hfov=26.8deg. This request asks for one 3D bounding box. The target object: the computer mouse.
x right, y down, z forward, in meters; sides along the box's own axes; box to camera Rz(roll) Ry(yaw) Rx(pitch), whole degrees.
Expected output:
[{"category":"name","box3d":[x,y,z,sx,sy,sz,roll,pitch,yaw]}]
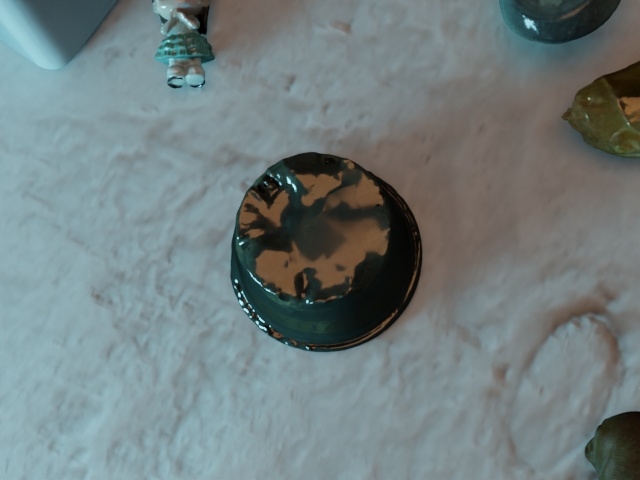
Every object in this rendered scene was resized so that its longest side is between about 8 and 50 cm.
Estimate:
[{"category":"computer mouse","box3d":[0.196,-0.250,1.098,0.113,0.068,0.228,-1,65,18]}]

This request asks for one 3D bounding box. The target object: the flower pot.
[{"category":"flower pot","box3d":[0.000,0.000,1.035,0.158,0.107,0.157,-1,75,4]}]

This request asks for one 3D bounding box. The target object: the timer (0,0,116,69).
[{"category":"timer","box3d":[-0.254,-0.285,1.082,0.192,0.195,0.194,33,81,12]}]

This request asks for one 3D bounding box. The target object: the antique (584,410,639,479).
[{"category":"antique","box3d":[0.308,0.206,0.953,0.257,0.121,0.143,33,91,5]}]

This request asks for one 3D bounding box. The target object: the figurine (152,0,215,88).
[{"category":"figurine","box3d":[-0.110,-0.180,1.119,0.060,0.047,0.105,-7,78,13]}]

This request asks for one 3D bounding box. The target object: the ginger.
[{"category":"ginger","box3d":[0.282,-0.125,1.056,0.190,0.069,0.095,-30,80,-3]}]
